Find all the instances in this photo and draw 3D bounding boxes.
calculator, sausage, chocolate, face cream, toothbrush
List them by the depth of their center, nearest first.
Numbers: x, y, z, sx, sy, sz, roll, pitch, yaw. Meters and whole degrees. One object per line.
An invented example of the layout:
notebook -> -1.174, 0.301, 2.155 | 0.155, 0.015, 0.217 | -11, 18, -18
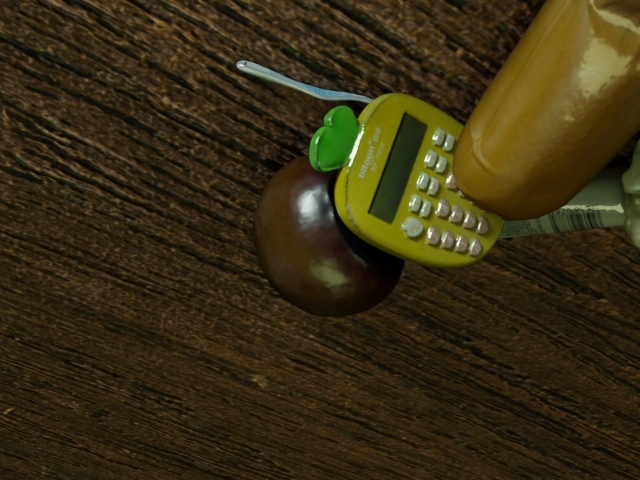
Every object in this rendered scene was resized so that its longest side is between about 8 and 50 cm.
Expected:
sausage -> 0.233, -0.154, 0.872 | 0.134, 0.116, 0.354 | 26, 136, -8
toothbrush -> -0.001, -0.142, 0.989 | 0.162, 0.014, 0.017 | 17, 122, -17
calculator -> 0.087, -0.056, 0.997 | 0.235, 0.146, 0.032 | 25, 170, -29
chocolate -> 0.000, 0.000, 1.060 | 0.176, 0.177, 0.177 | 2, 143, 2
face cream -> 0.234, -0.035, 1.082 | 0.243, 0.058, 0.092 | -7, 147, 22

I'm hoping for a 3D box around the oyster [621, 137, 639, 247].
oyster -> 0.436, -0.097, 0.924 | 0.351, 0.115, 0.238 | -12, 143, 14
